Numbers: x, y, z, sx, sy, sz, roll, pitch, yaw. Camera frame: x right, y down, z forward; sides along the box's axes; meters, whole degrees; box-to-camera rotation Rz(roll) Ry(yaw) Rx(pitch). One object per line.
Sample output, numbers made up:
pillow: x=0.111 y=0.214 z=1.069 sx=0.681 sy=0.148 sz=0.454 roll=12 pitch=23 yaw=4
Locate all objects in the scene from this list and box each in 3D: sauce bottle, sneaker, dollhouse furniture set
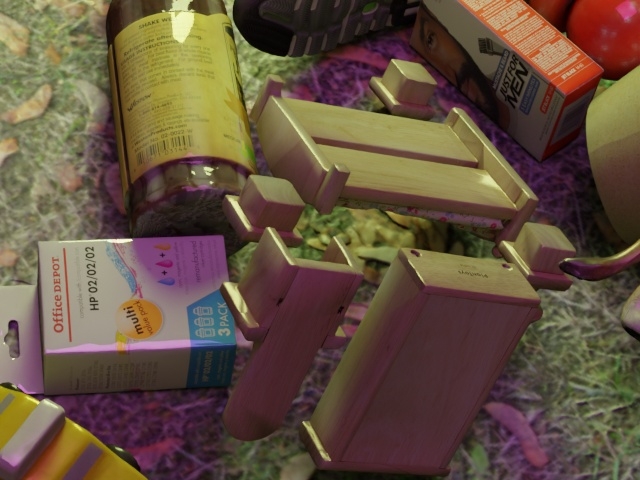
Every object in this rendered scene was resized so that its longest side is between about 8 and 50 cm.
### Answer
sauce bottle: x=-0.121 y=-0.144 z=1.508 sx=0.111 sy=0.111 sz=0.344 roll=-2 pitch=56 yaw=-11
sneaker: x=-0.008 y=-0.237 z=1.612 sx=0.228 sy=0.086 sz=0.132 roll=-14 pitch=49 yaw=-38
dollhouse furniture set: x=0.000 y=0.000 z=1.415 sx=0.303 sy=0.174 sz=0.355 roll=8 pitch=31 yaw=-33

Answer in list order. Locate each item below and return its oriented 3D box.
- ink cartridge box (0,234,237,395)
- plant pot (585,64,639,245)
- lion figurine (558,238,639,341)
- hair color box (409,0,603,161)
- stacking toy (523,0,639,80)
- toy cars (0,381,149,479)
ink cartridge box: x=-0.160 y=0.057 z=1.388 sx=0.181 sy=0.061 sz=0.104 roll=-3 pitch=55 yaw=-11
plant pot: x=0.361 y=-0.088 z=1.452 sx=0.274 sy=0.256 sz=0.256 roll=-15 pitch=50 yaw=25
lion figurine: x=0.385 y=0.016 z=1.266 sx=0.392 sy=0.142 sz=0.240 roll=29 pitch=85 yaw=21
hair color box: x=0.158 y=-0.158 z=1.576 sx=0.053 sy=0.093 sz=0.167 roll=-32 pitch=65 yaw=-28
stacking toy: x=0.181 y=-0.262 z=1.607 sx=0.141 sy=0.141 sz=0.330 roll=-27 pitch=57 yaw=-25
toy cars: x=-0.174 y=0.239 z=1.239 sx=0.176 sy=0.087 sz=0.394 roll=-11 pitch=57 yaw=-17
